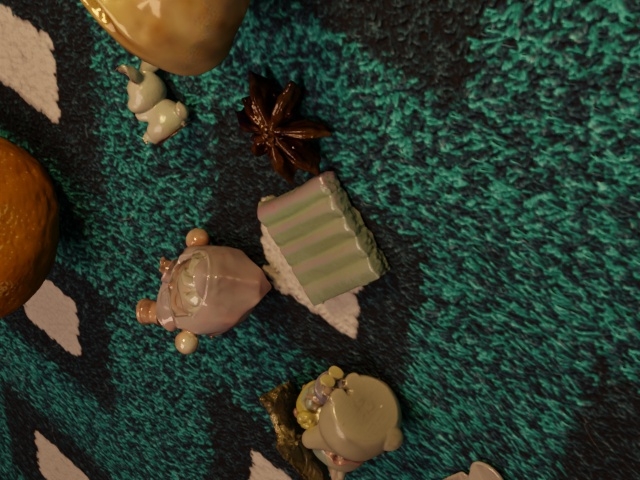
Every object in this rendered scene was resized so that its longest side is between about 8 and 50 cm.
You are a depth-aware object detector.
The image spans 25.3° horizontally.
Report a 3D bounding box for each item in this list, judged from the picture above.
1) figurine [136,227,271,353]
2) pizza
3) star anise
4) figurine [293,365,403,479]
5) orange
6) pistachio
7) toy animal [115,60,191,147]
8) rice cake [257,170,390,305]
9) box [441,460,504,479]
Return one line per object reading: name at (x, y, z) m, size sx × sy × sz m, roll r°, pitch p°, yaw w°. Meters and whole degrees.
figurine at (-0.186, 0.085, 2.221) m, size 0.133 × 0.200 × 0.276 m, roll 14°, pitch 162°, yaw -26°
pizza at (-0.042, 0.290, 2.222) m, size 0.262 × 0.034 × 0.181 m, roll 53°, pitch -163°, yaw -62°
star anise at (-0.054, -0.149, 1.889) m, size 0.168 × 0.057 × 0.168 m, roll 34°, pitch 145°, yaw 28°
figurine at (0.027, 0.284, 2.157) m, size 0.155 × 0.127 × 0.235 m, roll 32°, pitch 151°, yaw -3°
orange at (-0.599, -0.024, 2.474) m, size 0.340 × 0.293 × 0.341 m, roll 33°, pitch 128°, yaw 58°
pistachio at (-0.192, -0.347, 1.702) m, size 0.229 × 0.238 × 0.321 m, roll -33°, pitch 74°, yaw 52°
toy animal at (-0.244, -0.204, 2.063) m, size 0.124 × 0.071 × 0.085 m, roll 56°, pitch 149°, yaw -6°
rice cake at (0.000, 0.000, 1.987) m, size 0.198 × 0.037 × 0.189 m, roll -12°, pitch 112°, yaw 56°
box at (0.204, 0.486, 2.052) m, size 0.262 × 0.206 × 0.291 m, roll 26°, pitch 142°, yaw 35°
